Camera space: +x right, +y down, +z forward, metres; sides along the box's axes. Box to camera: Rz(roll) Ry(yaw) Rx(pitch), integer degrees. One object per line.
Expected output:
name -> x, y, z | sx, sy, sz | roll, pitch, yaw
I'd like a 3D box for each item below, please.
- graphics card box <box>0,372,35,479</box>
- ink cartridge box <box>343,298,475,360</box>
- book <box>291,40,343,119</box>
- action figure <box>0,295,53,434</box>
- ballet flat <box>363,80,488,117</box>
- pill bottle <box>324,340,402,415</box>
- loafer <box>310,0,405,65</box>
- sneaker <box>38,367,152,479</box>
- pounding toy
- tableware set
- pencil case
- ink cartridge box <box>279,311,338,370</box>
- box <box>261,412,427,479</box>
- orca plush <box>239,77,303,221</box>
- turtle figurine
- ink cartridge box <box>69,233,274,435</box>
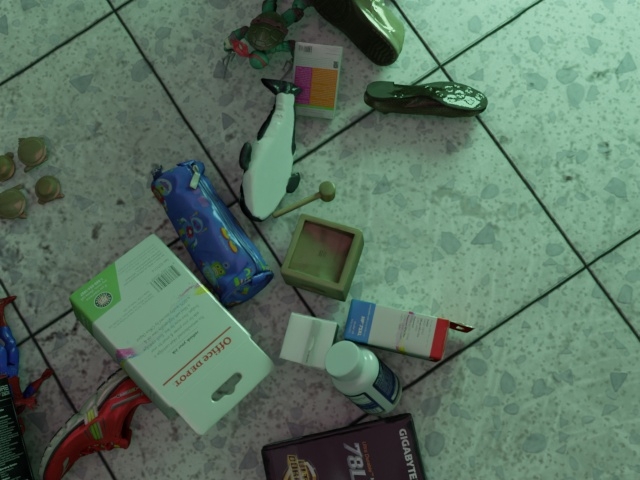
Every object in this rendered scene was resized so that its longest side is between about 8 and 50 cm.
graphics card box -> -0.645, 0.459, 1.492 | 0.232, 0.094, 0.371 | -19, 85, 24
ink cartridge box -> 0.164, 0.176, 1.509 | 0.230, 0.134, 0.078 | 12, 81, 6
book -> -0.010, -0.323, 1.620 | 0.096, 0.035, 0.144 | 7, 106, 2
action figure -> -0.583, 0.240, 1.565 | 0.139, 0.091, 0.281 | -13, 80, 19
ballet flat -> 0.211, -0.278, 1.624 | 0.249, 0.058, 0.084 | 3, 49, -1
pill bottle -> 0.076, 0.251, 1.477 | 0.094, 0.169, 0.094 | -17, 51, 22
loafer -> 0.071, -0.474, 1.630 | 0.268, 0.102, 0.092 | 49, 51, -10
sneaker -> -0.423, 0.370, 1.536 | 0.118, 0.107, 0.279 | 41, 86, 4
pounding toy -> -0.007, -0.008, 1.577 | 0.180, 0.094, 0.206 | 16, 73, 11
tableware set -> -0.618, -0.130, 1.670 | 0.141, 0.020, 0.169 | -20, 81, 3
pencil case -> -0.213, -0.020, 1.570 | 0.119, 0.133, 0.306 | -26, 79, -39
ink cartridge box -> -0.020, 0.190, 1.515 | 0.089, 0.143, 0.092 | 13, 82, 6
box -> 0.062, 0.497, 1.499 | 0.293, 0.073, 0.296 | -12, 81, 3
orca plush -> -0.123, -0.178, 1.600 | 0.102, 0.151, 0.288 | 0, 88, 47
turtle figurine -> -0.100, -0.414, 1.635 | 0.175, 0.118, 0.234 | 24, 73, -4
ink cartridge box -> -0.277, 0.188, 1.517 | 0.207, 0.119, 0.353 | -40, 79, -24
